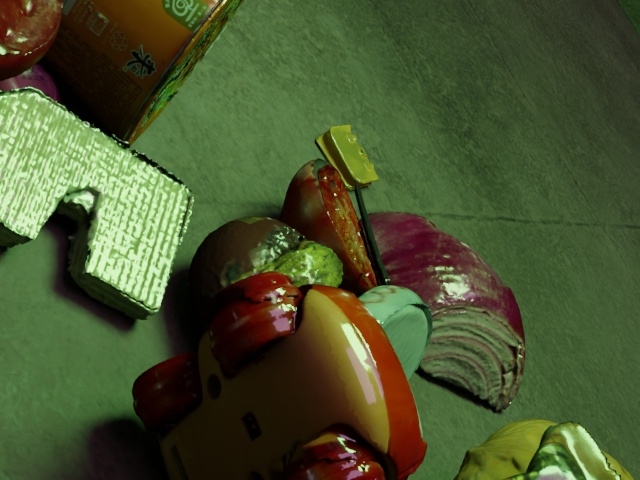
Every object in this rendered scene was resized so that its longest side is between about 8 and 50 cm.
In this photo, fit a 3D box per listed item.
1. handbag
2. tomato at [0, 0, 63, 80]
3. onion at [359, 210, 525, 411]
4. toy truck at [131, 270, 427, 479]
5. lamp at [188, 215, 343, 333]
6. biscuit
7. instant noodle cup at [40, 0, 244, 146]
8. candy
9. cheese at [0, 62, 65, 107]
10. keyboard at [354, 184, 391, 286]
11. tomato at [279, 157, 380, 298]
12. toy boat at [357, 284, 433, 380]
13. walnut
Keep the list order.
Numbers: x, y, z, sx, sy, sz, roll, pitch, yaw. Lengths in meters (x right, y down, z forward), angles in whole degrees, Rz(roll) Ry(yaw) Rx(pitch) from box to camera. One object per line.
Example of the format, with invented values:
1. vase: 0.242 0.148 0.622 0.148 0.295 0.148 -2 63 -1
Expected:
1. handbag: 0.035 -0.104 1.478 0.083 0.027 0.061 59 30 7
2. tomato: -0.338 -0.211 0.971 0.233 0.139 0.200 55 39 0
3. onion: 0.161 0.052 1.404 0.250 0.111 0.248 27 40 -34
4. toy truck: -0.004 0.143 0.944 0.239 0.265 0.189 -7 64 -44
5. lamp: -0.043 0.046 1.101 0.156 0.135 0.157 23 41 -43
6. biscuit: -0.226 -0.041 1.011 0.250 0.046 0.147 33 49 -31
7. instant noodle cup: -0.192 -0.229 1.130 0.182 0.230 0.230 36 32 -6
8. candy: 0.148 0.262 1.033 0.101 0.271 0.143 68 -2 -61
9. cheese: -0.266 -0.117 1.069 0.095 0.038 0.145 2 63 -52
10. keyboard: 0.060 0.006 1.318 0.053 0.010 0.155 73 1 -47
11. tomato: -0.004 -0.008 1.244 0.174 0.082 0.166 48 23 -62
12. toy boat: 0.044 0.105 1.175 0.078 0.134 0.207 22 13 21
13. walnut: 0.226 0.287 1.168 0.221 0.195 0.195 43 30 -1
